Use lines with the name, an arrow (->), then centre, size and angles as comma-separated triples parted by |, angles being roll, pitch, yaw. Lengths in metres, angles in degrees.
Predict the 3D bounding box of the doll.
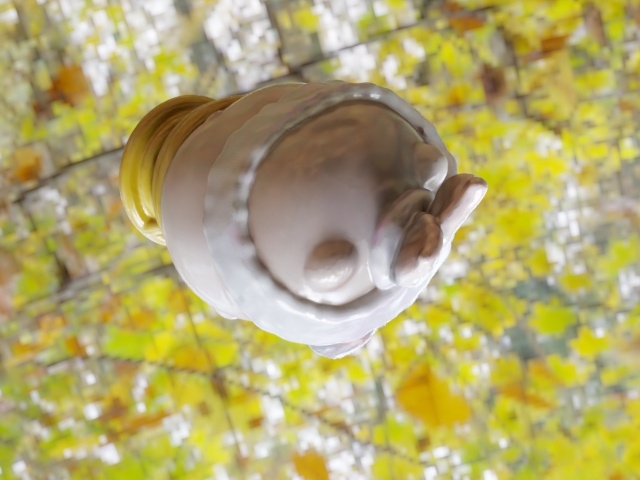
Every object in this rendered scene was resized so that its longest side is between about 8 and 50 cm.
doll -> 0.000, 0.000, 0.483 | 0.073, 0.084, 0.127 | -34, -150, -27
